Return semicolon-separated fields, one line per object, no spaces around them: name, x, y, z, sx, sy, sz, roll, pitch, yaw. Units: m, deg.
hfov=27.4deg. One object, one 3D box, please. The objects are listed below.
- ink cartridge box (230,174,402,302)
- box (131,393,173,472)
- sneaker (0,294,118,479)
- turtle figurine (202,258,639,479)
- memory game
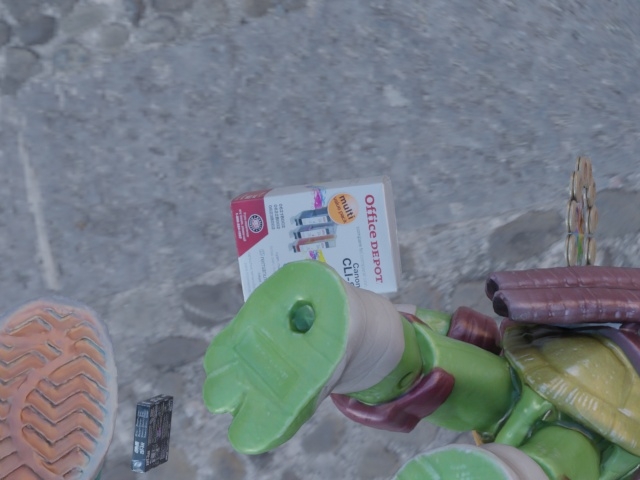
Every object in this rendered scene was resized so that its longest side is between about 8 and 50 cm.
ink cartridge box;0.000;0.000;1.503;0.176;0.127;0.128;-8;95;6
box;-0.203;0.233;1.590;0.018;0.067;0.083;7;96;19
sneaker;-0.195;0.186;0.816;0.108;0.121;0.302;12;63;-8
turtle figurine;0.053;0.114;0.551;0.274;0.266;0.198;-17;71;28
memory game;0.301;-0.007;1.511;0.012;0.186;0.186;2;96;21
